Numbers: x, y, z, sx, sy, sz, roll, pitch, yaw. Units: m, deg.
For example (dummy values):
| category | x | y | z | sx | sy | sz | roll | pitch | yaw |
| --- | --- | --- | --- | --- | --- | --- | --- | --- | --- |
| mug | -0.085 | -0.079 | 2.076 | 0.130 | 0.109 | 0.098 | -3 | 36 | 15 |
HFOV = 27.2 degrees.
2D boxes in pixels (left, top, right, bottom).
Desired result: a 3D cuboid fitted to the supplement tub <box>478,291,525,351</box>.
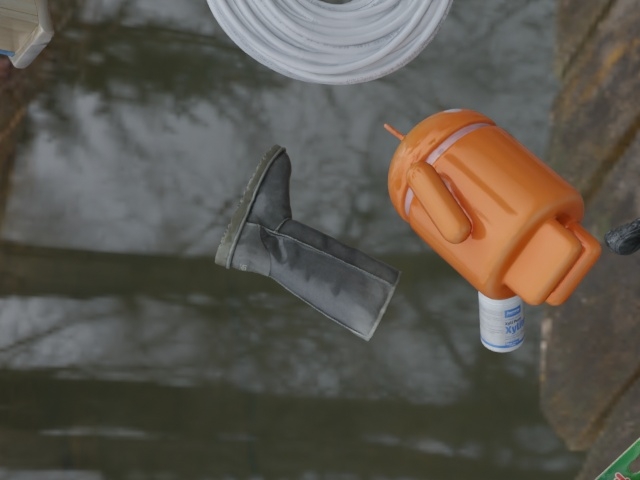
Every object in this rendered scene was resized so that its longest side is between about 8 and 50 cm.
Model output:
| category | x | y | z | sx | sy | sz | roll | pitch | yaw |
| --- | --- | --- | --- | --- | --- | --- | --- | --- | --- |
| supplement tub | 0.279 | 0.112 | 2.030 | 0.071 | 0.071 | 0.107 | -125 | 22 | -51 |

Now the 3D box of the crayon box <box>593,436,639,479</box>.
| category | x | y | z | sx | sy | sz | roll | pitch | yaw |
| --- | --- | --- | --- | --- | --- | --- | --- | --- | --- |
| crayon box | 0.542 | 0.384 | 1.765 | 0.202 | 0.318 | 0.081 | -49 | -4 | 16 |

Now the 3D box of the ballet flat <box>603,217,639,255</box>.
| category | x | y | z | sx | sy | sz | roll | pitch | yaw |
| --- | --- | --- | --- | --- | --- | --- | --- | --- | --- |
| ballet flat | 0.478 | -0.032 | 1.849 | 0.049 | 0.173 | 0.057 | -121 | 9 | -55 |

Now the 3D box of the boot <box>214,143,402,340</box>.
| category | x | y | z | sx | sy | sz | roll | pitch | yaw |
| --- | --- | --- | --- | --- | --- | --- | --- | --- | --- |
| boot | 0.000 | 0.000 | 1.560 | 0.076 | 0.209 | 0.189 | 101 | -170 | -66 |

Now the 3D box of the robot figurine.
| category | x | y | z | sx | sy | sz | roll | pitch | yaw |
| --- | --- | --- | --- | --- | --- | --- | --- | --- | --- |
| robot figurine | 0.148 | -0.035 | 1.193 | 0.219 | 0.158 | 0.128 | 45 | 150 | 29 |

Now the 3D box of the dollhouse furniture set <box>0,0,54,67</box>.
| category | x | y | z | sx | sy | sz | roll | pitch | yaw |
| --- | --- | --- | --- | --- | --- | --- | --- | --- | --- |
| dollhouse furniture set | -0.384 | -0.183 | 1.005 | 0.303 | 0.198 | 0.286 | -37 | 59 | 38 |

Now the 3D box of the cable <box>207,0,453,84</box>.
| category | x | y | z | sx | sy | sz | roll | pitch | yaw |
| --- | --- | --- | --- | --- | --- | --- | --- | --- | --- |
| cable | 0.009 | -0.276 | 1.252 | 0.089 | 0.257 | 0.257 | -171 | 93 | -74 |
